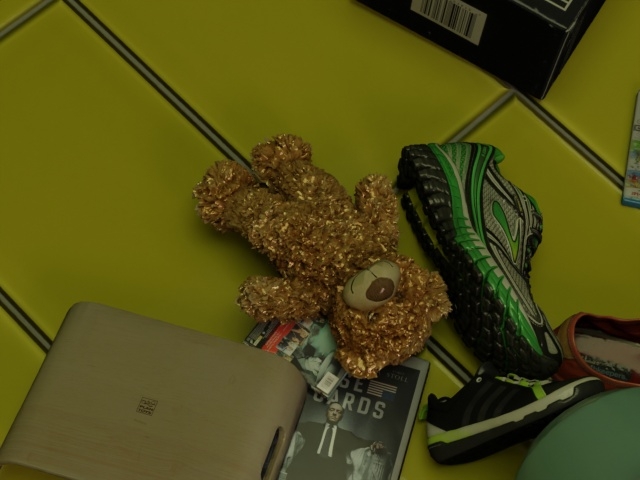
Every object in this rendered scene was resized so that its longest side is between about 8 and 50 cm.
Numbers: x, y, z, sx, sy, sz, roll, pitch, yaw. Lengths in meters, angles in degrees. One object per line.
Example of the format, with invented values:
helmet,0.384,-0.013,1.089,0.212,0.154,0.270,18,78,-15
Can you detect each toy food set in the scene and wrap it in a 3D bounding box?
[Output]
toy food set,-0.189,0.207,1.886,0.306,0.092,0.220,15,55,10

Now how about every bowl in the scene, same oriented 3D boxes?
bowl,0.327,0.274,1.798,0.311,0.311,0.163,-20,47,-13

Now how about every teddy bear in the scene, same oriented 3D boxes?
teddy bear,0.000,0.000,1.966,0.245,0.113,0.338,-10,53,-24

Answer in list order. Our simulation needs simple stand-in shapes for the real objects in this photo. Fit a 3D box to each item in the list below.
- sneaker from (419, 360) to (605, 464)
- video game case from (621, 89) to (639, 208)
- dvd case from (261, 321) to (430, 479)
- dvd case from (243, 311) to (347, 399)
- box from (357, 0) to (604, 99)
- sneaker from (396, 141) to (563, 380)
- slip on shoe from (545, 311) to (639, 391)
sneaker,0.201,0.175,1.873,0.234,0.084,0.097,-25,66,32
video game case,0.448,-0.107,2.129,0.119,0.015,0.166,12,63,2
dvd case,0.011,0.222,1.928,0.179,0.029,0.239,16,64,4
dvd case,-0.017,0.119,1.954,0.119,0.013,0.087,31,64,13
box,0.240,-0.390,2.163,0.296,0.183,0.294,30,67,9
sneaker,0.211,0.010,1.976,0.146,0.134,0.343,-12,57,-13
slip on shoe,0.420,0.157,1.947,0.331,0.101,0.123,15,62,2
